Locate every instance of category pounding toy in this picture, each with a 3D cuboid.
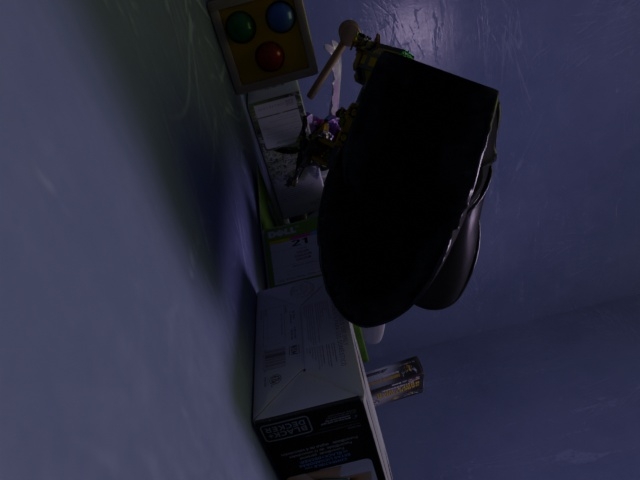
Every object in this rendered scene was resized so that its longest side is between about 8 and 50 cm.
[{"bbox_3d":[-0.036,-0.285,0.705,0.094,0.205,0.181,-101,176,-58],"label":"pounding toy"}]

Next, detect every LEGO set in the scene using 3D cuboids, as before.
[{"bbox_3d":[0.088,-0.200,0.805,0.192,0.331,0.255,33,-64,36],"label":"LEGO set"}]

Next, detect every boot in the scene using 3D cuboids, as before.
[{"bbox_3d":[0.125,-0.009,0.562,0.445,0.146,0.368,-43,139,-66],"label":"boot"}]

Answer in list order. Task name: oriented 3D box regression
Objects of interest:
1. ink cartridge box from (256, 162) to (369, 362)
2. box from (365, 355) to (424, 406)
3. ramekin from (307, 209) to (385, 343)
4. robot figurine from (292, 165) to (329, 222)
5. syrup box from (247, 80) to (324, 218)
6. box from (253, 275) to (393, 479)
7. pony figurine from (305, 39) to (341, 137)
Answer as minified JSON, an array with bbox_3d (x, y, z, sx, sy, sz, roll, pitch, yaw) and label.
[{"bbox_3d":[-0.015,0.028,0.666,0.189,0.096,0.255,73,4,-52],"label":"ink cartridge box"},{"bbox_3d":[0.181,0.421,1.370,0.183,0.230,0.056,74,-1,-55],"label":"box"},{"bbox_3d":[0.040,0.058,0.889,0.273,0.127,0.273,179,-90,-87],"label":"ramekin"},{"bbox_3d":[0.022,-0.058,1.144,0.209,0.173,0.279,79,-2,-77],"label":"robot figurine"},{"bbox_3d":[-0.057,-0.167,0.889,0.096,0.093,0.237,-102,177,-56],"label":"syrup box"},{"bbox_3d":[0.017,0.200,0.485,0.169,0.087,0.290,-100,176,-60],"label":"box"},{"bbox_3d":[0.031,-0.283,1.266,0.363,0.303,0.351,35,-18,8],"label":"pony figurine"}]
